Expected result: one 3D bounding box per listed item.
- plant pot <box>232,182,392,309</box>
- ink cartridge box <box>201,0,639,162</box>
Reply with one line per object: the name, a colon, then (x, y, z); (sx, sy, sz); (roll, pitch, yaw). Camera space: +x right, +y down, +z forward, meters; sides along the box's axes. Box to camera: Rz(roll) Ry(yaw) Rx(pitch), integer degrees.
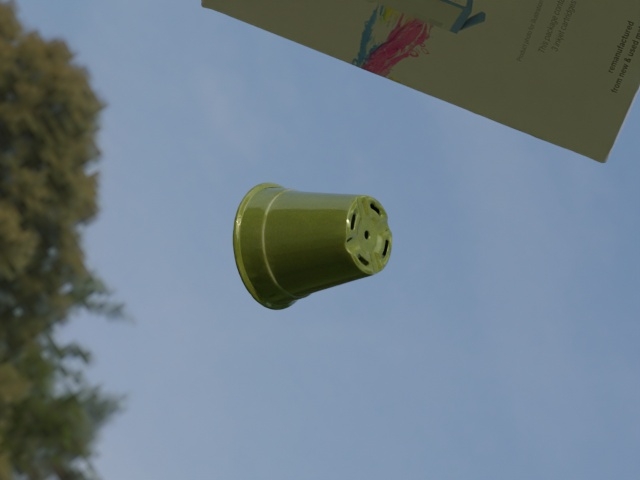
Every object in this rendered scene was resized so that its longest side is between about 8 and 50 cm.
plant pot: (0.000, 0.000, 1.244); (0.079, 0.083, 0.083); (-7, -66, 37)
ink cartridge box: (0.036, -0.104, 0.539); (0.143, 0.092, 0.090); (22, -38, 6)
